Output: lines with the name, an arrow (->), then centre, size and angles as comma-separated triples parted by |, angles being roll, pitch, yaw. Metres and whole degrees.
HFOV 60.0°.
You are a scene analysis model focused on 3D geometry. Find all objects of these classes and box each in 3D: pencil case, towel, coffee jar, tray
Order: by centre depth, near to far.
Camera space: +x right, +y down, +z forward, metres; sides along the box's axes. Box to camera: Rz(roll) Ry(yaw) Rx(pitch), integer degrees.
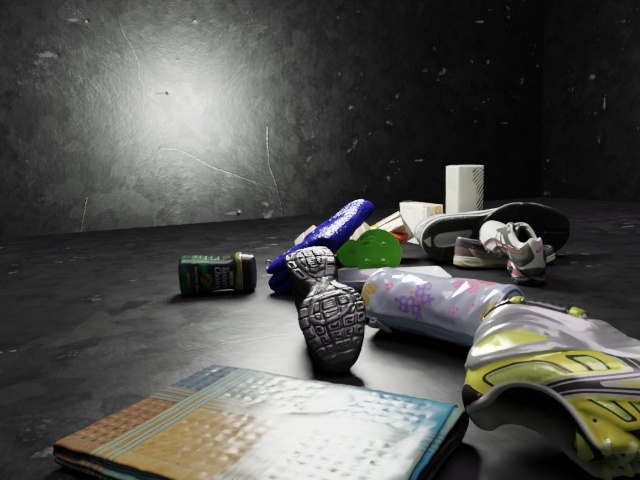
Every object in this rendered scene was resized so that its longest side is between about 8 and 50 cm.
towel -> -0.057, 0.209, 0.593 | 0.370, 0.040, 0.271 | 0, 7, 31
pencil case -> 0.196, 0.114, 0.919 | 0.273, 0.113, 0.124 | 5, 20, 43
coffee jar -> -0.247, 0.079, 1.344 | 0.185, 0.096, 0.079 | -4, 11, -8
tray -> 0.172, 0.094, 1.356 | 0.271, 0.030, 0.145 | -2, 9, -1
towel -> 0.000, 0.000, 1.390 | 0.228, 0.076, 0.308 | -39, 2, 29

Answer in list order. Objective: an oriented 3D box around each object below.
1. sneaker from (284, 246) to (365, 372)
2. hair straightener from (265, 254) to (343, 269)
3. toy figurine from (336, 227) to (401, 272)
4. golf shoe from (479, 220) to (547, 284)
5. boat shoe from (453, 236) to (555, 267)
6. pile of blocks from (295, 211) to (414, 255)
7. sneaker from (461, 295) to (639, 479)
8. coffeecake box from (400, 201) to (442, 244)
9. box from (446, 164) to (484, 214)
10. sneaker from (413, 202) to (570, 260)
sneaker -> 0.012, 0.125, 0.921 | 0.109, 0.130, 0.286 | -9, 31, -5
hair straightener -> -0.055, 0.066, 1.546 | 0.231, 0.047, 0.089 | 1, 8, 20
toy figurine -> 0.114, 0.038, 1.511 | 0.173, 0.130, 0.159 | -1, -4, -10
golf shoe -> 0.486, -0.002, 1.385 | 0.105, 0.120, 0.273 | -7, 27, -8
boat shoe -> 0.508, 0.023, 1.529 | 0.286, 0.092, 0.103 | -3, 8, -3
pile of blocks -> 0.108, 0.025, 1.660 | 0.363, 0.148, 0.112 | -9, 40, 2
sneaker -> 0.321, 0.173, 0.524 | 0.385, 0.145, 0.147 | 8, 43, 39
coffeecake box -> 0.361, -0.062, 1.992 | 0.068, 0.142, 0.185 | -6, 9, -20
box -> 0.484, -0.116, 1.868 | 0.094, 0.274, 0.113 | -3, 10, -8
sneaker -> 0.502, -0.046, 1.698 | 0.448, 0.169, 0.257 | -3, 12, -3
